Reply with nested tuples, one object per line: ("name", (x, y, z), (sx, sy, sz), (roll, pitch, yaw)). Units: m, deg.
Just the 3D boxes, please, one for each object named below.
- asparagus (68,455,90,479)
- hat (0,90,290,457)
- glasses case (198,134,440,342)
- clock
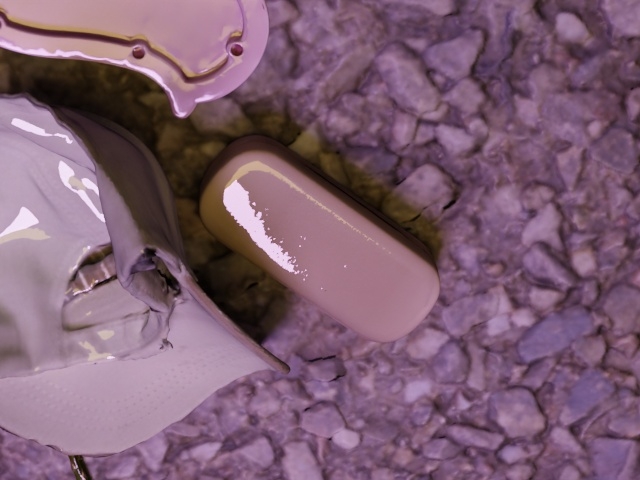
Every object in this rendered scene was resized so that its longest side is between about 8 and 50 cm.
("asparagus", (-0.186, 0.189, 1.266), (0.015, 0.014, 0.114), (-31, 118, -28))
("hat", (-0.154, 0.028, 1.143), (0.258, 0.168, 0.301), (-24, 141, 30))
("glasses case", (0.000, 0.000, 1.178), (0.196, 0.050, 0.083), (36, 104, -18))
("clock", (-0.126, -0.248, 1.043), (0.275, 0.080, 0.290), (28, 110, -16))
